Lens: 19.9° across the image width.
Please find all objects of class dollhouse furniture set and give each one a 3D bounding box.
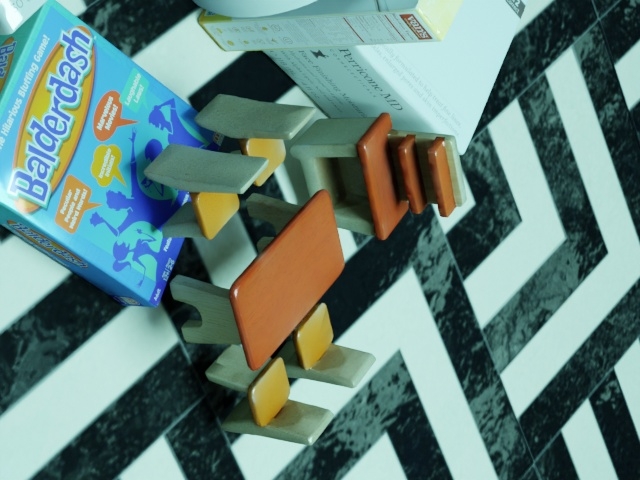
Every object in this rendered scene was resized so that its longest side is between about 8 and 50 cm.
[{"bbox_3d":[0.000,0.000,1.489,0.259,0.135,0.262,-50,137,-42],"label":"dollhouse furniture set"}]

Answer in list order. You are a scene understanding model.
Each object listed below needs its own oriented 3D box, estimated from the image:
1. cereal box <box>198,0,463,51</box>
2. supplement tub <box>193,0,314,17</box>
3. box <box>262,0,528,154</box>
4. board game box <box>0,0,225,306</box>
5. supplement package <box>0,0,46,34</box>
[{"bbox_3d":[0.031,-0.234,1.473,0.047,0.240,0.173,47,58,-37],"label":"cereal box"},{"bbox_3d":[-0.077,-0.344,1.346,0.228,0.228,0.316,-58,140,-28],"label":"supplement tub"},{"bbox_3d":[0.066,-0.195,1.601,0.181,0.119,0.182,42,62,-39],"label":"box"},{"bbox_3d":[-0.179,-0.065,1.397,0.210,0.047,0.160,36,66,-41],"label":"board game box"},{"bbox_3d":[-0.273,-0.298,1.194,0.177,0.175,0.293,-50,125,-32],"label":"supplement package"}]
